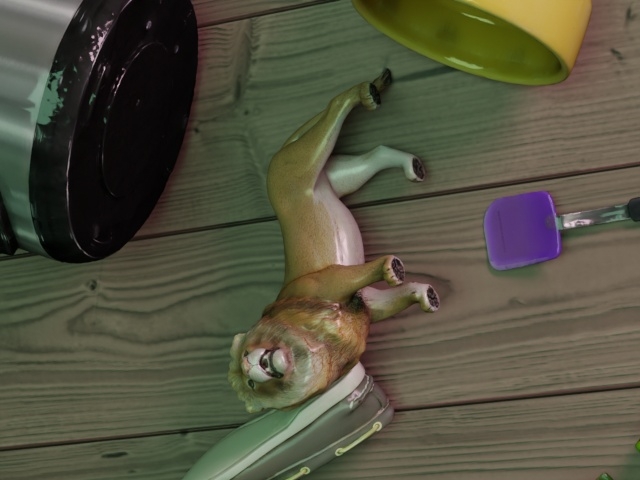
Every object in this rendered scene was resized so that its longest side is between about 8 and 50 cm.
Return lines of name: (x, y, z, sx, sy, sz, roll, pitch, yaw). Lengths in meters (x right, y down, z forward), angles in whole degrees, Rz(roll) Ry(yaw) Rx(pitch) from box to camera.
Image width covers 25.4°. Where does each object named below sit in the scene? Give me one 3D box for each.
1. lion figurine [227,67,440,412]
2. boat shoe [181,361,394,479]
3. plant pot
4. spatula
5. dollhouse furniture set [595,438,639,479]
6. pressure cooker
lion figurine: (0.000, 0.000, 1.652, 0.240, 0.142, 0.392, -19, 57, 31)
boat shoe: (-0.050, 0.256, 1.701, 0.305, 0.109, 0.091, -36, 107, 16)
plant pot: (0.190, -0.325, 1.532, 0.254, 0.254, 0.239, 20, 84, 16)
spatula: (0.326, -0.030, 1.603, 0.296, 0.030, 0.084, -11, 87, 19)
dollhouse furniture set: (0.437, 0.338, 1.524, 0.197, 0.151, 0.301, -45, 80, 15)
pressure cooker: (-0.394, -0.189, 1.653, 0.420, 0.375, 0.370, 18, 98, 13)
